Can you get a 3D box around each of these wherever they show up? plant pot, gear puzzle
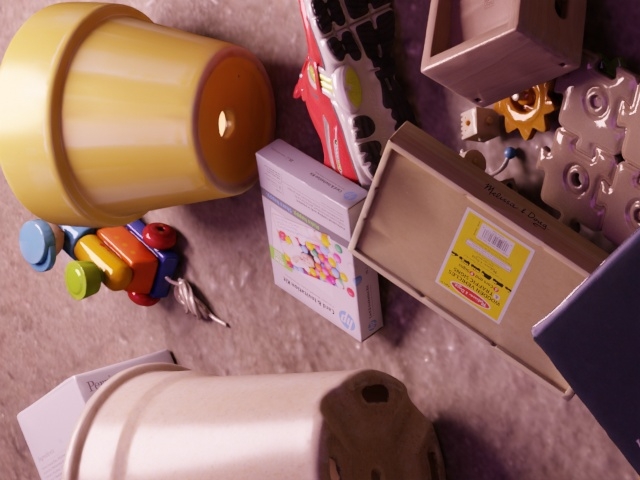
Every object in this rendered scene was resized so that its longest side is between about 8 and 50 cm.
[{"bbox_3d":[-0.050,0.267,1.924,0.305,0.334,0.334,-16,88,37],"label":"plant pot"},{"bbox_3d":[-0.191,-0.136,2.015,0.239,0.254,0.254,5,104,32],"label":"plant pot"},{"bbox_3d":[0.279,-0.077,1.667,0.339,0.044,0.175,34,124,40],"label":"gear puzzle"}]

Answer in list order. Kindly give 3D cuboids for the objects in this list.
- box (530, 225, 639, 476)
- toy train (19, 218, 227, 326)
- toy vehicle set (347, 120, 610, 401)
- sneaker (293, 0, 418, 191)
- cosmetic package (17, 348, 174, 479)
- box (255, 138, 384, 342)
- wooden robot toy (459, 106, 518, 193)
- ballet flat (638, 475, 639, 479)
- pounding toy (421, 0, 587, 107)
[{"bbox_3d":[0.410,0.125,1.353,0.395,0.293,0.212,52,132,13],"label":"box"},{"bbox_3d":[-0.237,0.040,2.164,0.248,0.143,0.105,40,127,33],"label":"toy train"},{"bbox_3d":[0.159,0.022,1.725,0.267,0.035,0.166,35,140,12],"label":"toy vehicle set"},{"bbox_3d":[0.011,-0.184,1.877,0.118,0.107,0.279,-9,93,53],"label":"sneaker"},{"bbox_3d":[-0.246,0.253,2.221,0.151,0.151,0.184,-33,77,46],"label":"cosmetic package"},{"bbox_3d":[0.000,0.000,1.934,0.145,0.038,0.186,33,145,37],"label":"box"},{"bbox_3d":[0.152,-0.039,1.789,0.079,0.076,0.173,-19,86,58],"label":"wooden robot toy"},{"bbox_3d":[0.349,0.158,1.609,0.073,0.080,0.232,-112,35,-50],"label":"ballet flat"},{"bbox_3d":[0.204,-0.241,1.658,0.206,0.094,0.181,-20,52,47],"label":"pounding toy"}]
